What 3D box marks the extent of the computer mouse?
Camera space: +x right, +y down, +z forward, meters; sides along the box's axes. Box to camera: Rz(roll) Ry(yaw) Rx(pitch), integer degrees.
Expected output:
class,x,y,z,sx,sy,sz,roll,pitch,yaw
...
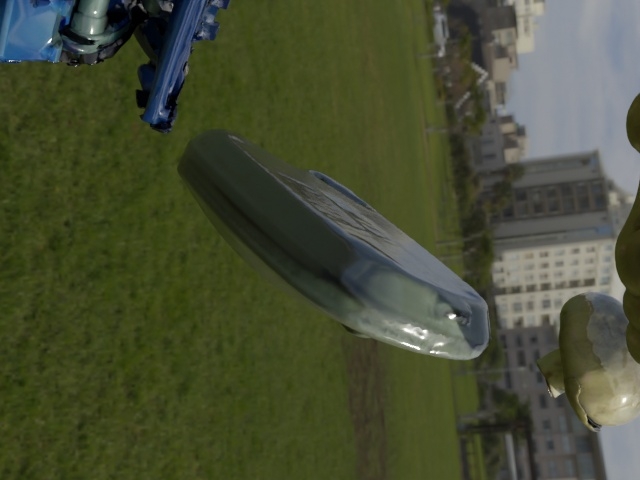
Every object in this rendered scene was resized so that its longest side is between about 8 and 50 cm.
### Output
class,x,y,z,sx,sy,sz,roll,pitch,yaw
computer mouse,-0.003,0.006,0.722,0.331,0.197,0.095,44,-69,51

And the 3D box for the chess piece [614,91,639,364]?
class,x,y,z,sx,sy,sz,roll,pitch,yaw
chess piece,0.238,0.054,0.548,0.139,0.124,0.307,-26,104,-64

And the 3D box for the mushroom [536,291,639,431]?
class,x,y,z,sx,sy,sz,roll,pitch,yaw
mushroom,0.304,0.135,0.994,0.154,0.123,0.154,45,36,-46

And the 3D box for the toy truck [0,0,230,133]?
class,x,y,z,sx,sy,sz,roll,pitch,yaw
toy truck,-0.117,-0.133,0.425,0.126,0.208,0.113,62,-41,35
